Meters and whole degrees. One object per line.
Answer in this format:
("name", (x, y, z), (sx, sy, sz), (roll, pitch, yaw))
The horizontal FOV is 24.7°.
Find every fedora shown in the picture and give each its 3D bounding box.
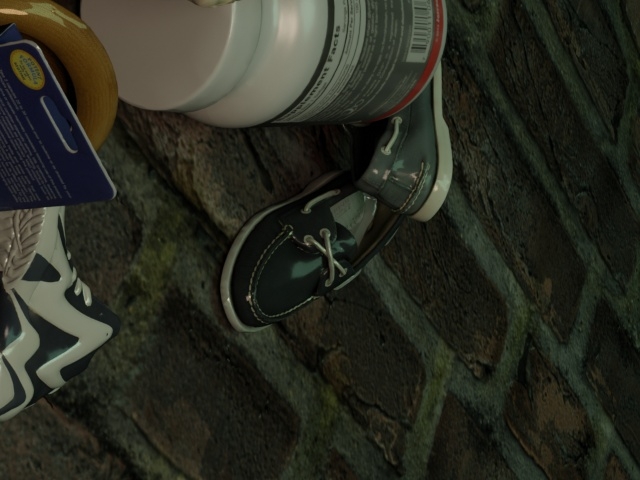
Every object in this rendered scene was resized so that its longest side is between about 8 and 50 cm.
("fedora", (-0.256, -0.128, 1.163), (0.194, 0.194, 0.079), (53, 10, -41))

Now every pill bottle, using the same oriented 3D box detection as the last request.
("pill bottle", (-0.047, -0.213, 1.408), (0.363, 0.210, 0.210), (-9, 95, -57))

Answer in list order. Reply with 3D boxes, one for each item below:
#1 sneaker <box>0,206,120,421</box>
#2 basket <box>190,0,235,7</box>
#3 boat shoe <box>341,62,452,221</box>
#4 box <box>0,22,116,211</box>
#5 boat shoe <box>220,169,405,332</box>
("sneaker", (-0.225, 0.030, 1.200), (0.153, 0.094, 0.234), (-3, 102, -64))
("basket", (-0.043, -0.390, 1.151), (0.331, 0.266, 0.328), (-27, 150, -53))
("boat shoe", (0.070, -0.157, 1.632), (0.099, 0.116, 0.319), (15, 42, -22))
("box", (-0.253, -0.082, 1.061), (0.036, 0.225, 0.136), (-57, 133, -43))
("boat shoe", (0.000, 0.000, 1.571), (0.302, 0.091, 0.114), (-49, 127, -47))
